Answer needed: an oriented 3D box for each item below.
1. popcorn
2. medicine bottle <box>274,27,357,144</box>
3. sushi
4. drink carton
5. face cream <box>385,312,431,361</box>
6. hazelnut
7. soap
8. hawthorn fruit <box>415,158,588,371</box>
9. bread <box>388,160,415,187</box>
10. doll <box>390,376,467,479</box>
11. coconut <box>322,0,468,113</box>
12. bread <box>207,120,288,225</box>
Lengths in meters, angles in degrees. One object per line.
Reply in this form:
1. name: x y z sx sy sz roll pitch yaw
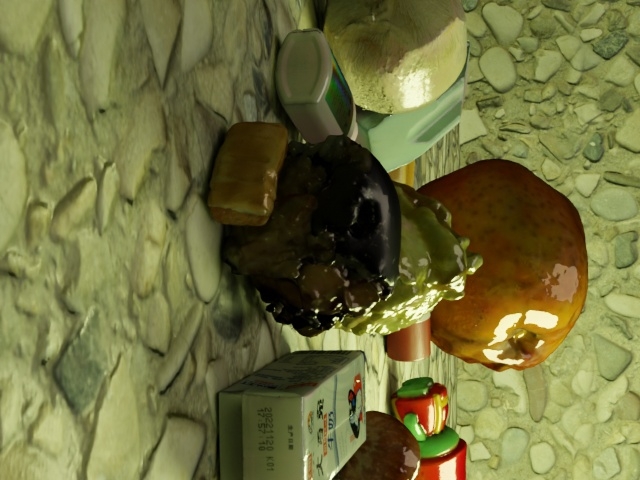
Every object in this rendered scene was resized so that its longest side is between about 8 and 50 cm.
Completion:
1. popcorn: 0.088 0.022 1.375 0.212 0.259 0.259 60 6 17
2. medicine bottle: 0.001 -0.191 1.339 0.219 0.078 0.115 53 37 -68
3. sushi: -0.004 0.006 1.123 0.200 0.213 0.204 -60 140 -21
4. drink carton: -0.024 0.216 1.169 0.315 0.107 0.130 -8 96 -76
5. face cream: 0.179 0.135 2.002 0.096 0.096 0.214 -46 134 -70
6. hazelnut: 0.091 0.359 1.589 0.143 0.143 0.154 63 46 -61
7. soap: 0.139 -0.243 1.664 0.324 0.193 0.109 -41 139 -36
8. hawthorn fruit: 0.371 0.072 2.143 0.472 0.472 0.471 -1 90 -76
9. bread: 0.127 -0.127 1.827 0.134 0.085 0.173 47 46 -65
10. doll: 0.235 0.479 2.084 0.182 0.160 0.363 -34 123 -75
11. coconut: 0.107 -0.319 1.479 0.230 0.227 0.227 74 21 -50
12. bread: -0.077 -0.074 1.040 0.053 0.074 0.132 90 11 -50
